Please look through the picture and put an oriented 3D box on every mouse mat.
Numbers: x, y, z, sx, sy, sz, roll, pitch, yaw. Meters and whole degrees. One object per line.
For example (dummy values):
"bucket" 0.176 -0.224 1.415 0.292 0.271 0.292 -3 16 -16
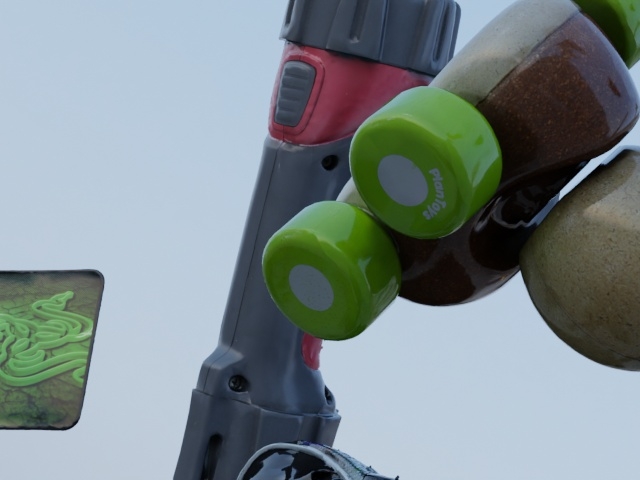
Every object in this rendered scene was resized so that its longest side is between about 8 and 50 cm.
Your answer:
"mouse mat" -0.286 0.094 1.672 0.190 0.152 0.007 -1 -26 16

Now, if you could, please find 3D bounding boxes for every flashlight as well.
"flashlight" 0.000 0.000 1.095 0.103 0.304 0.103 13 5 5

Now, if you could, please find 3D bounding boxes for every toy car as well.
"toy car" 0.105 0.010 0.739 0.188 0.155 0.149 45 -42 5

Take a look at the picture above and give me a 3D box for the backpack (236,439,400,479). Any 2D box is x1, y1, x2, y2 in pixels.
"backpack" 0.020 0.230 0.921 0.191 0.225 0.253 27 -4 -15
